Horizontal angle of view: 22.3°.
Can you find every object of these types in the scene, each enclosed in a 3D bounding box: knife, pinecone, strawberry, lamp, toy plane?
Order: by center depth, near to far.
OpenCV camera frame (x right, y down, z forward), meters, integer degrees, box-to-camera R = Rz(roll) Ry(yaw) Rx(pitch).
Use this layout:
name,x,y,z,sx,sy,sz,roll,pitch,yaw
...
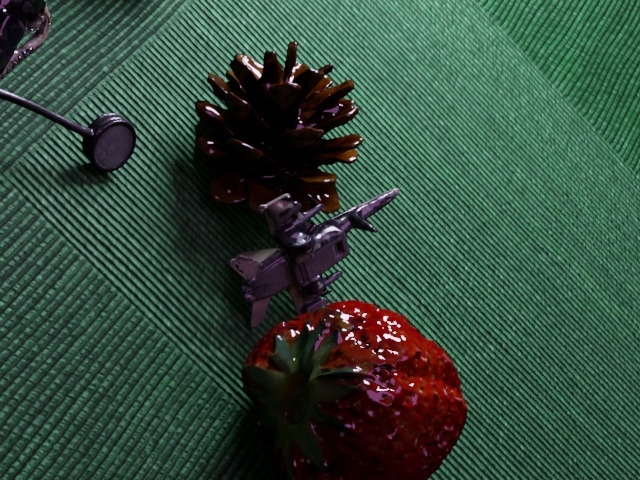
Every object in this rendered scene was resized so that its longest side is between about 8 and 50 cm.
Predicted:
name,x,y,z,sx,sy,sz,roll,pitch,yaw
knife,-0.391,-0.129,1.728,0.089,0.043,0.365,46,63,-37
lamp,-0.374,-0.172,1.848,0.371,0.130,0.108,6,20,-44
strawberry,0.059,0.190,1.884,0.288,0.239,0.250,17,56,-46
toy plane,0.006,0.004,2.002,0.262,0.088,0.192,-28,124,-18
pinecone,-0.054,-0.143,2.043,0.229,0.201,0.202,43,25,22
